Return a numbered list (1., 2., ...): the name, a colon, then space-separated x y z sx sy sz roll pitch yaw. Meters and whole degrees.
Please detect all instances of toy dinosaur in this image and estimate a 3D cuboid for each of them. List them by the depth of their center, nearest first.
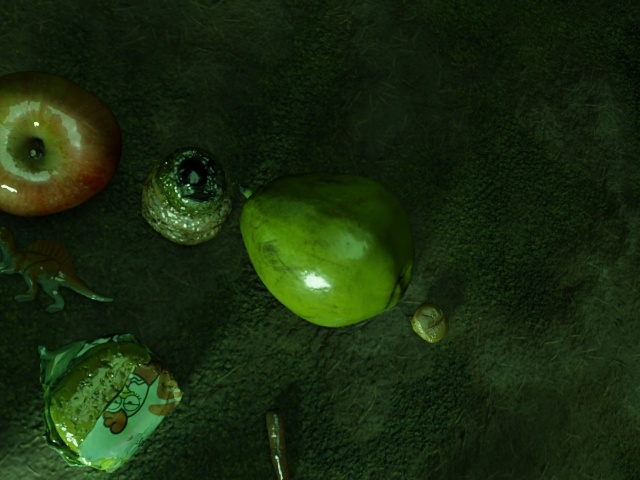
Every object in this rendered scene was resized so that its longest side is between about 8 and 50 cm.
1. toy dinosaur: -0.474 0.050 0.990 0.212 0.057 0.142 9 55 -31

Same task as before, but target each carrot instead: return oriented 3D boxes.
1. carrot: -0.078 0.393 1.062 0.036 0.036 0.164 -4 81 -22

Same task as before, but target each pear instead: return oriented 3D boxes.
1. pear: 0.000 0.000 1.066 0.375 0.287 0.287 33 67 5

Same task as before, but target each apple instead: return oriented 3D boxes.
1. apple: -0.456 -0.151 0.943 0.242 0.241 0.241 -1 94 -19

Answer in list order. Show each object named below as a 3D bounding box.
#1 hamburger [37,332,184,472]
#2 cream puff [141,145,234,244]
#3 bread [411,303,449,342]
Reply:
1. hamburger: -0.359 0.248 0.934 0.214 0.125 0.235 -42 109 -34
2. cream puff: -0.232 -0.093 1.043 0.184 0.169 0.183 6 75 -21
3. bread: 0.236 0.178 1.228 0.081 0.046 0.083 -6 81 -20
